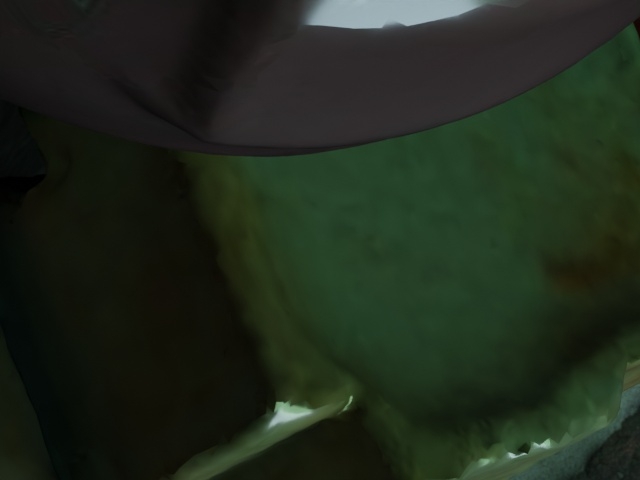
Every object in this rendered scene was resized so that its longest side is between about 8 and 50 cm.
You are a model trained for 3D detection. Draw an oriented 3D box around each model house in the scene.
[{"bbox_3d":[-0.038,0.025,0.674,0.280,0.245,0.312,-34,165,37],"label":"model house"}]

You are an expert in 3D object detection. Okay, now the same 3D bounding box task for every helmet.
[{"bbox_3d":[0.014,-0.130,0.393,0.338,0.197,0.271,-46,171,-43],"label":"helmet"}]

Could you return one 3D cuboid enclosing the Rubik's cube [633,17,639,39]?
[{"bbox_3d":[0.198,-0.155,0.930,0.287,0.293,0.292,-55,173,13],"label":"Rubik's cube"}]
